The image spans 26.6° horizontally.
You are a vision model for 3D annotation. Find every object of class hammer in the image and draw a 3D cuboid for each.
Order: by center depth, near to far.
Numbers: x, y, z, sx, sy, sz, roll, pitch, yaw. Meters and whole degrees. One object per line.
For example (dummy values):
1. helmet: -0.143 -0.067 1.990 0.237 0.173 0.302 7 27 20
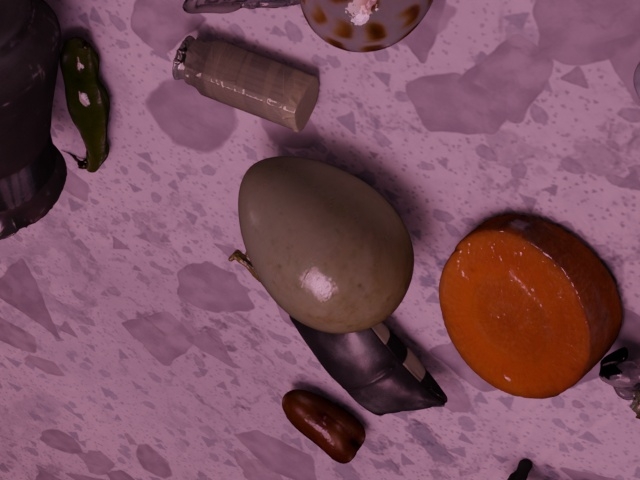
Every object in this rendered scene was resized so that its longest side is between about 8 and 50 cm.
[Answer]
1. hammer: 0.596 0.195 1.872 0.426 0.044 0.152 1 160 26

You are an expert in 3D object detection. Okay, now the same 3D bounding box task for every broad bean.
1. broad bean: -0.374 -0.203 2.128 0.098 0.056 0.318 32 145 9
2. broad bean: 0.002 0.328 2.439 0.165 0.084 0.114 31 149 12

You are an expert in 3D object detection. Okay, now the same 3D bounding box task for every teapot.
1. teapot: -0.105 -0.218 1.904 0.200 0.077 0.107 22 162 13
2. teapot: -0.538 -0.219 2.047 0.362 0.305 0.376 89 156 -46

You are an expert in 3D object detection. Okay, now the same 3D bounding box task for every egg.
1. egg: 0.000 0.000 1.953 0.295 0.218 0.218 45 143 1

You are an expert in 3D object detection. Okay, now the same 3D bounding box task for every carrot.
1. carrot: 0.300 0.090 1.955 0.258 0.100 0.307 12 131 28

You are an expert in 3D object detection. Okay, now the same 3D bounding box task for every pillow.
1. pillow: 0.074 0.195 2.215 0.250 0.106 0.186 46 148 -16

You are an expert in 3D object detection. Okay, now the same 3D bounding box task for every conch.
1. conch: 0.055 -0.315 1.609 0.148 0.183 0.275 -1 158 -29

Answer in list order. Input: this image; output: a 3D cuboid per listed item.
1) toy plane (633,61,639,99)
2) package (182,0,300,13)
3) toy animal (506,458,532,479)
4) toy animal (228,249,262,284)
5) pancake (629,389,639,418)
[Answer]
1. toy plane: 0.471 -0.173 1.504 0.244 0.117 0.245 22 161 8
2. package: -0.071 -0.336 1.686 0.173 0.171 0.027 -51 50 54
3. toy animal: 0.388 0.475 2.270 0.245 0.146 0.115 15 139 21
4. toy animal: -0.061 0.048 2.130 0.136 0.073 0.181 46 167 -8
5. pancake: 0.623 0.228 1.824 0.304 0.067 0.427 24 159 -16
